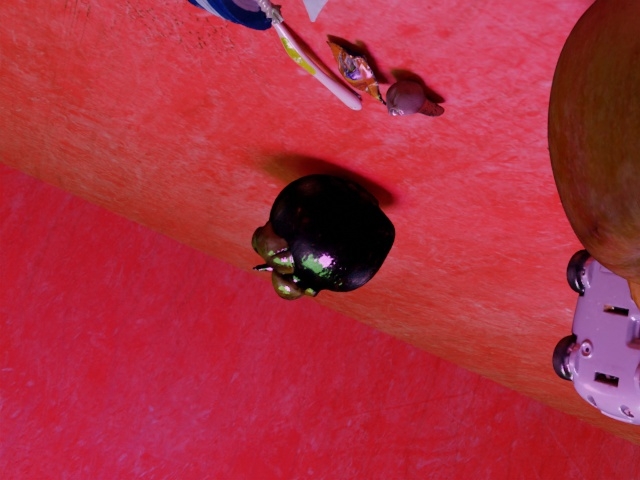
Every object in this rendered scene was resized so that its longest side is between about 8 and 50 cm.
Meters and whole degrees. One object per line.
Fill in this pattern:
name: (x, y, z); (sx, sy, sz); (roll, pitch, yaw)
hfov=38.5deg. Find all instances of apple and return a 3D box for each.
apple: (0.299, -0.082, 0.721); (0.257, 0.234, 0.257); (23, 170, 4)

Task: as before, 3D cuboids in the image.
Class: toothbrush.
toothbrush: (-0.019, -0.227, 1.119); (0.022, 0.026, 0.263); (11, 167, 39)

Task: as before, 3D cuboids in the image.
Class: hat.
hat: (0.112, -0.173, 1.104); (0.087, 0.042, 0.058); (-12, -157, -42)

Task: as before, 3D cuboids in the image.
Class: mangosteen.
mangosteen: (0.000, 0.000, 1.560); (0.243, 0.243, 0.243); (20, 167, 5)

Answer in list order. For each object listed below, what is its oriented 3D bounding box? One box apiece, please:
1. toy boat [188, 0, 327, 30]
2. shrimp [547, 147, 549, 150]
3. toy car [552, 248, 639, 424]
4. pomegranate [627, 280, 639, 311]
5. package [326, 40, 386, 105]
toy boat: (-0.019, -0.263, 0.884); (0.291, 0.067, 0.220); (12, 162, 24)
shrimp: (0.290, -0.112, 1.054); (0.029, 0.038, 0.092); (65, 164, 1)
toy car: (0.468, 0.118, 1.272); (0.212, 0.270, 0.180); (7, -179, -32)
pomegranate: (0.426, 0.012, 0.929); (0.248, 0.248, 0.248); (20, 167, 5)
package: (0.044, -0.199, 1.099); (0.077, 0.033, 0.110); (22, 165, 26)
